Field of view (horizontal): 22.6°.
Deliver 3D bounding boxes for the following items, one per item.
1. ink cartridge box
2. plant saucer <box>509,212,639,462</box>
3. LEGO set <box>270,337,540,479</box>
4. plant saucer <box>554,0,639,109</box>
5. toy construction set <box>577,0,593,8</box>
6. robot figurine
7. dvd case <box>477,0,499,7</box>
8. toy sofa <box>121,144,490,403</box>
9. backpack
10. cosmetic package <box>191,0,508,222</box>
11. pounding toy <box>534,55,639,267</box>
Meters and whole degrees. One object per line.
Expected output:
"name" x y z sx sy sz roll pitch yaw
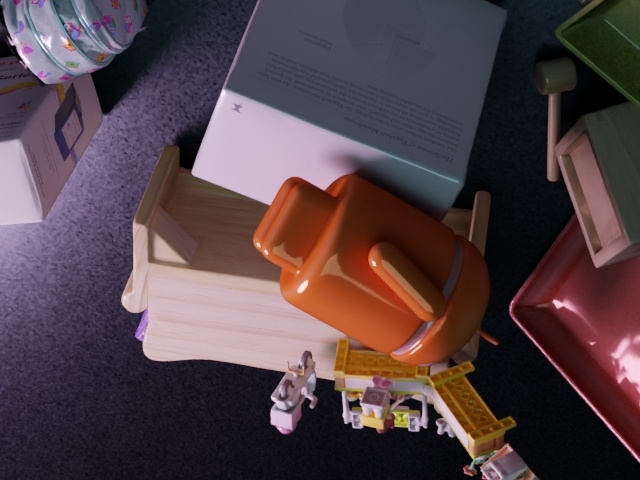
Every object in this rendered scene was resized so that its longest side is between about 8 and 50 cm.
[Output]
"ink cartridge box" -0.321 -0.101 1.578 0.154 0.212 0.093 -5 118 14
"plant saucer" 0.341 0.068 1.600 0.259 0.048 0.258 50 127 27
"LEGO set" 0.099 0.186 1.567 0.287 0.132 0.107 19 137 24
"plant saucer" 0.327 -0.171 1.362 0.188 0.045 0.188 38 147 -11
"toy construction set" 0.383 -0.238 1.412 0.328 0.151 0.215 23 163 3
"robot figurine" 0.053 0.028 1.375 0.219 0.128 0.158 29 144 -15
"dvd case" 0.118 -0.298 1.427 0.180 0.022 0.253 26 146 -11
"toy sofa" -0.011 0.033 1.649 0.363 0.150 0.177 8 128 4
"backpack" -0.230 -0.227 1.498 0.115 0.182 0.152 -26 114 23
"cosmetic package" 0.029 -0.135 1.473 0.224 0.224 0.138 22 141 -4
"pounding toy" 0.280 -0.088 1.534 0.094 0.181 0.206 -16 80 -7
